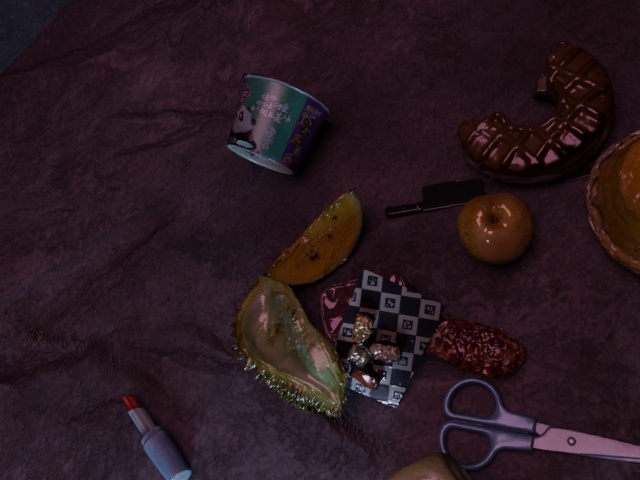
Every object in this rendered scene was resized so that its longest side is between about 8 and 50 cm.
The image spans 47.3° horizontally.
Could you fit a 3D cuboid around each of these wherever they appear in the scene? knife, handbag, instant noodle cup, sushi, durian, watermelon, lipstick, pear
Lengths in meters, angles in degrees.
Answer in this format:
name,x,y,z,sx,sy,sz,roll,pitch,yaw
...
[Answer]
name,x,y,z,sx,sy,sz,roll,pitch,yaw
knife,0.610,-0.158,1.641,0.170,0.010,0.023,-19,56,18
handbag,0.113,0.158,1.653,0.225,0.135,0.146,-11,70,17
knife,0.273,-0.104,1.766,0.246,0.019,0.072,-10,61,17
instant noodle cup,-0.123,-0.293,1.902,0.251,0.251,0.190,20,86,30
sushi,0.123,0.222,1.559,0.193,0.043,0.279,24,111,7
durian,-0.064,0.256,1.672,0.198,0.163,0.394,-44,55,0
watermelon,0.000,0.000,1.773,0.301,0.129,0.123,-47,57,8
lipstick,-0.410,0.477,1.788,0.068,0.061,0.274,-46,58,2
pear,0.380,-0.031,1.597,0.178,0.178,0.177,-9,65,20

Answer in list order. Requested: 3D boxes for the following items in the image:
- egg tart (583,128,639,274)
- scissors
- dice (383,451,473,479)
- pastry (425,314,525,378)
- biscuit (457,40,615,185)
name,x,y,z,sx,sy,sz,roll,pitch,yaw
egg tart,0.727,-0.103,1.470,0.388,0.169,0.387,-12,60,22
scissors,0.458,0.393,1.457,0.447,0.029,0.192,4,71,26
dice,0.211,0.565,1.365,0.254,0.252,0.249,-39,58,6
pastry,0.326,0.224,1.555,0.209,0.097,0.115,19,87,28
biscuit,0.512,-0.269,1.672,0.366,0.115,0.268,-45,57,2
